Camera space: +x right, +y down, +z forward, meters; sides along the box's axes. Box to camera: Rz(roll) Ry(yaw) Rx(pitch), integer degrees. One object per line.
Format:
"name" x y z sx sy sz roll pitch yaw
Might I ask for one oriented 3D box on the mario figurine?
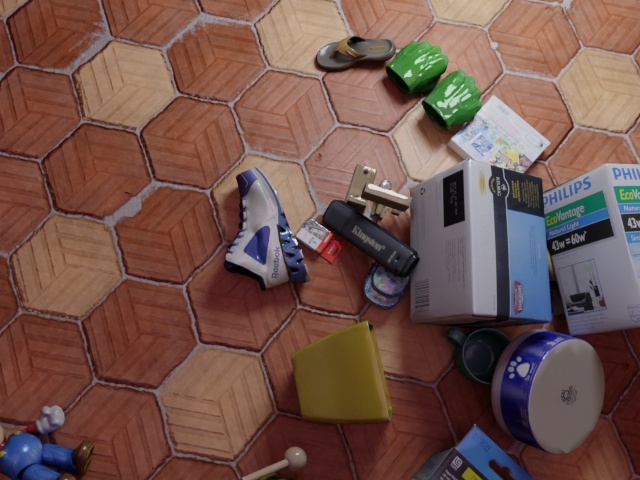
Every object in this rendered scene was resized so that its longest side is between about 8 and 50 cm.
"mario figurine" -0.664 0.442 1.172 0.321 0.198 0.169 17 88 -4

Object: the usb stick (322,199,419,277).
"usb stick" 0.117 -0.009 1.351 0.278 0.045 0.077 37 93 30

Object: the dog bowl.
"dog bowl" 0.520 0.340 1.257 0.265 0.104 0.264 -1 93 -29

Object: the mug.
"mug" 0.383 0.266 1.328 0.130 0.097 0.157 -22 78 -8

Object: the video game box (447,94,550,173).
"video game box" 0.480 -0.260 1.490 0.205 0.048 0.187 43 76 7

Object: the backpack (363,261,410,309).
"backpack" 0.160 0.107 1.360 0.105 0.084 0.114 28 78 5

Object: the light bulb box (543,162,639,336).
"light bulb box" 0.757 0.021 1.307 0.358 0.225 0.360 -3 76 -22

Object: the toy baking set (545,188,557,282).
"toy baking set" 0.612 0.005 1.398 0.197 0.030 0.256 -36 92 -29

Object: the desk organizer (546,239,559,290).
"desk organizer" 0.573 0.067 1.413 0.047 0.050 0.130 -3 76 -5

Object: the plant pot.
"plant pot" 0.046 0.310 1.251 0.187 0.212 0.212 -14 77 6

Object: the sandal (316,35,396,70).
"sandal" 0.095 -0.521 1.510 0.220 0.060 0.089 -2 71 9

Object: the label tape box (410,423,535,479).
"label tape box" 0.313 0.616 1.234 0.241 0.106 0.333 43 77 6

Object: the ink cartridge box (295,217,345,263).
"ink cartridge box" 0.000 0.000 1.403 0.115 0.029 0.062 35 76 5

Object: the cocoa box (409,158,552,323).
"cocoa box" 0.365 0.024 1.290 0.228 0.231 0.346 9 75 -25

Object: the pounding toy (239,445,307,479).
"pounding toy" -0.128 0.554 1.212 0.183 0.110 0.236 -8 115 -35

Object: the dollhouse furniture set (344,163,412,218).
"dollhouse furniture set" 0.154 -0.140 1.386 0.144 0.151 0.123 18 76 -1

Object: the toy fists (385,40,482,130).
"toy fists" 0.311 -0.422 1.488 0.142 0.096 0.279 -40 71 -2

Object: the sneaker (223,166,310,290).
"sneaker" -0.167 -0.013 1.345 0.182 0.127 0.315 -23 80 -11
